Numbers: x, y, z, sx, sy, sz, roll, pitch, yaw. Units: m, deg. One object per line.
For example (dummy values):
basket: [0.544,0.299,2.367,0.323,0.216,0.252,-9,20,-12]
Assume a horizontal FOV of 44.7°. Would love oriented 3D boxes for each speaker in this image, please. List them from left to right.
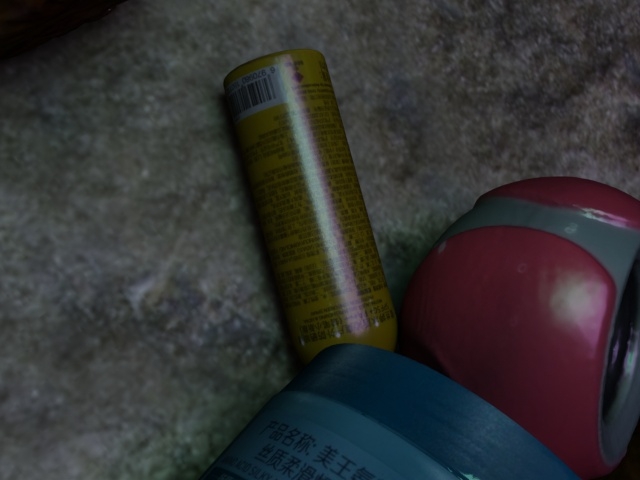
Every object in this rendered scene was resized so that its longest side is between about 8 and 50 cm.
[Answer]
speaker: [0.223,0.079,0.759,0.294,0.294,0.295,6,78,-27]

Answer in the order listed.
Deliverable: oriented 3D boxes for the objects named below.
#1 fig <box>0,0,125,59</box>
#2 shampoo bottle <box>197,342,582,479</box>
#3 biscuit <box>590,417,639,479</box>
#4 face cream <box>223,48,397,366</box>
fig: [-0.271,-0.311,0.543,0.286,0.286,0.369,-45,109,-27]
shampoo bottle: [0.009,0.309,0.563,0.342,0.331,0.331,-44,102,-27]
biscuit: [0.466,0.167,0.835,0.395,0.342,0.166,-42,98,-30]
face cream: [0.000,0.000,0.747,0.104,0.105,0.349,-14,86,-30]
